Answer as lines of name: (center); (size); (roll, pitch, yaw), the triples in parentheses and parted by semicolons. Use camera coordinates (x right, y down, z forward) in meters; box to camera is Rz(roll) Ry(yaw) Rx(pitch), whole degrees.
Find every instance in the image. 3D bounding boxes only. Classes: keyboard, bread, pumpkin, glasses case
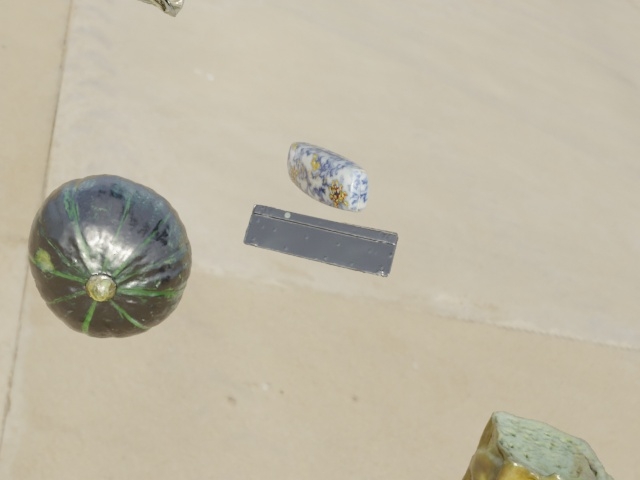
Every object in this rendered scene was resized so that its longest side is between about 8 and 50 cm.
keyboard: (0.000, 0.000, 1.321); (0.231, 0.023, 0.072); (13, 74, 7)
bread: (0.329, 0.419, 1.382); (0.196, 0.252, 0.238); (7, 20, -13)
pumpkin: (-0.393, 0.037, 1.602); (0.315, 0.315, 0.238); (15, 16, -10)
glasses case: (0.008, -0.112, 1.504); (0.065, 0.086, 0.248); (-7, 19, -27)

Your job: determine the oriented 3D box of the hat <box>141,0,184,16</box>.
hat: (-0.363, -0.549, 1.785); (0.175, 0.147, 0.085); (11, 3, -9)
